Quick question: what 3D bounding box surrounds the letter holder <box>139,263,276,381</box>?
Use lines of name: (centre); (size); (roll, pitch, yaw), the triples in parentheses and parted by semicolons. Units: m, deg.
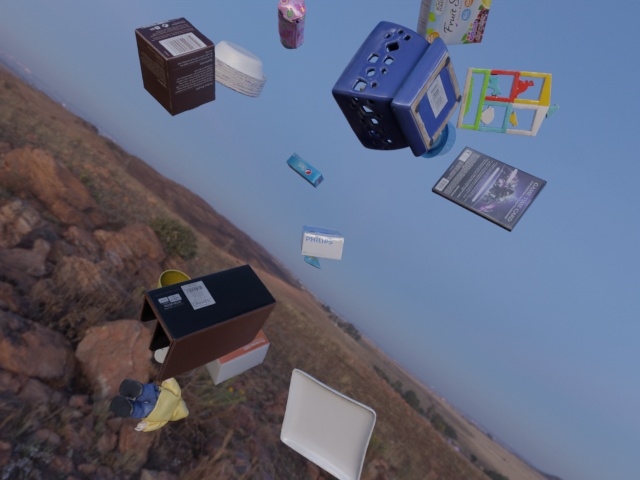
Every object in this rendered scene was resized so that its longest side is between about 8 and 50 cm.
letter holder: (-0.306, 0.216, 1.112); (0.302, 0.214, 0.152); (-15, 55, -44)

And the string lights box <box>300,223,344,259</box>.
string lights box: (0.000, 0.000, 1.459); (0.133, 0.076, 0.259); (8, 8, -4)

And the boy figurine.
boy figurine: (-0.500, 0.497, 1.289); (0.092, 0.177, 0.285); (11, -21, 22)

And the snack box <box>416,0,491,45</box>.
snack box: (0.353, -0.625, 1.085); (0.070, 0.175, 0.207); (-109, -166, -46)

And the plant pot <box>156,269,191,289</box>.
plant pot: (-0.553, 0.190, 1.551); (0.134, 0.095, 0.134); (31, 31, -22)

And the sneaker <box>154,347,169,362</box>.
sneaker: (-0.483, 0.313, 1.338); (0.061, 0.158, 0.065); (30, 12, -9)

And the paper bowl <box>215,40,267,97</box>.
paper bowl: (-0.368, -0.758, 1.821); (0.284, 0.148, 0.284); (26, 25, -13)

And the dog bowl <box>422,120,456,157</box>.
dog bowl: (0.412, -0.443, 1.630); (0.074, 0.166, 0.297); (-2, 47, -37)

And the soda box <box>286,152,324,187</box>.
soda box: (-0.082, -0.372, 2.210); (0.210, 0.071, 0.067); (41, -4, 22)

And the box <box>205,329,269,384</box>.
box: (-0.392, 0.358, 1.683); (0.345, 0.215, 0.168); (51, -41, 27)

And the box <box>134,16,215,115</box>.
box: (-0.440, -0.534, 1.286); (0.167, 0.168, 0.203); (44, -33, 17)

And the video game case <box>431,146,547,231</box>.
video game case: (0.520, -0.167, 1.302); (0.274, 0.196, 0.026); (35, -12, 28)

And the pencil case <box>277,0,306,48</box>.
pencil case: (-0.124, -0.946, 1.822); (0.124, 0.124, 0.284); (39, -3, -4)

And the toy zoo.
toy zoo: (0.607, -0.444, 1.344); (0.293, 0.192, 0.030); (9, 23, 11)

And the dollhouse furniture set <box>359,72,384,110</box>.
dollhouse furniture set: (0.234, -0.559, 1.479); (0.129, 0.129, 0.183); (43, -32, 26)

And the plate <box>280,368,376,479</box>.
plate: (0.020, 0.542, 1.230); (0.278, 0.277, 0.045); (20, 20, 27)

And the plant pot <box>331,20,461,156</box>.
plant pot: (0.205, -0.362, 1.037); (0.212, 0.236, 0.236); (30, -9, 38)

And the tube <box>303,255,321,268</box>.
tube: (-0.038, 0.074, 1.747); (0.080, 0.052, 0.207); (22, 11, -8)
